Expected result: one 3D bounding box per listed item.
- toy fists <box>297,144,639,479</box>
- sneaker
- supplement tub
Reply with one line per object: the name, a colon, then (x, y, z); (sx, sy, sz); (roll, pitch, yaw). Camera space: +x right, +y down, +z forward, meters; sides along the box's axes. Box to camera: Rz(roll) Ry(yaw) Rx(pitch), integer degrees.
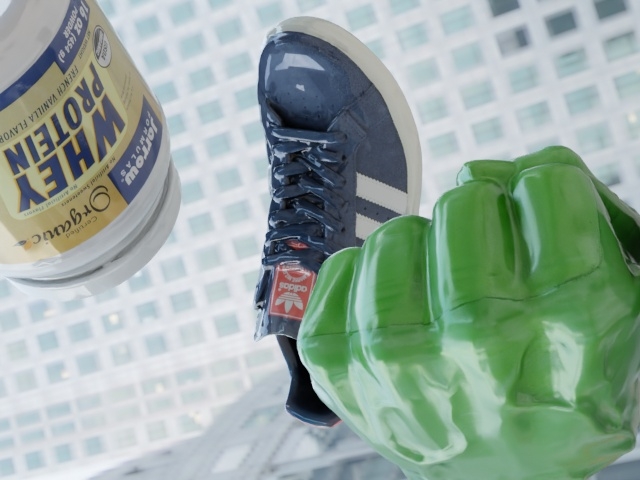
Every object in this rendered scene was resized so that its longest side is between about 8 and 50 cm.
toy fists: (0.130, 0.016, 0.607); (0.142, 0.279, 0.096); (57, -156, -59)
sneaker: (0.000, 0.000, 1.302); (0.148, 0.131, 0.350); (-46, -46, -42)
supplement tub: (-0.265, -0.110, 1.418); (0.316, 0.228, 0.228); (61, -150, -51)
